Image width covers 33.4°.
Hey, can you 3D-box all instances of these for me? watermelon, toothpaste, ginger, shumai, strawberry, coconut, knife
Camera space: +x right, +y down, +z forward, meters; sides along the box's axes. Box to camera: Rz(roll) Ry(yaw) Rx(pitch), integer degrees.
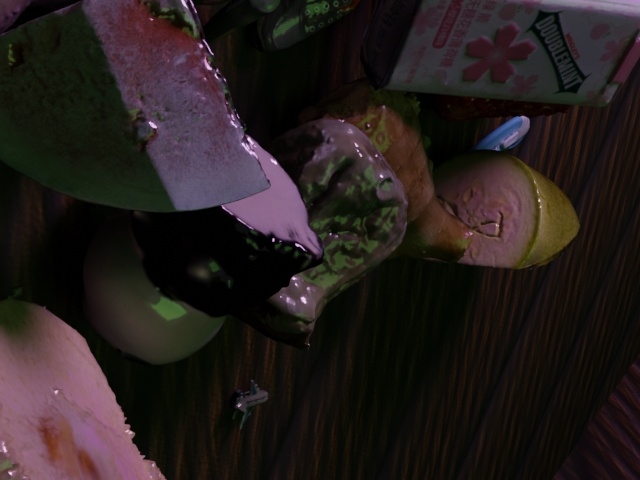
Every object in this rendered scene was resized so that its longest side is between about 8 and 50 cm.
[{"bbox_3d":[-0.203,-0.157,0.943,0.289,0.320,0.214,5,130,-28],"label":"watermelon"},{"bbox_3d":[-0.089,-0.239,1.127,0.031,0.204,0.049,46,68,-18],"label":"toothpaste"},{"bbox_3d":[0.083,-0.055,1.494,0.236,0.166,0.375,-48,123,-25],"label":"ginger"},{"bbox_3d":[0.000,0.000,1.308,0.225,0.222,0.261,21,128,-24],"label":"shumai"},{"bbox_3d":[0.298,-0.306,1.633,0.261,0.257,0.261,2,90,-76],"label":"strawberry"},{"bbox_3d":[-0.345,0.264,0.921,0.404,0.404,0.405,-35,138,-39],"label":"coconut"},{"bbox_3d":[0.309,-0.166,1.890,0.222,0.031,0.064,-34,143,-39],"label":"knife"}]

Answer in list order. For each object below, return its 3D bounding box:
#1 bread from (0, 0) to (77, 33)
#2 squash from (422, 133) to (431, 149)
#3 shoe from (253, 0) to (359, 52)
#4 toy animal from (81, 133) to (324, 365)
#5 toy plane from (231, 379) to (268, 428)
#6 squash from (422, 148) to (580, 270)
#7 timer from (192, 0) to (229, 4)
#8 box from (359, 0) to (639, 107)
[{"bbox_3d":[-0.276,-0.271,0.896,0.337,0.102,0.183,-37,142,-40],"label":"bread"},{"bbox_3d":[0.138,-0.130,1.669,0.083,0.027,0.027,-49,145,-22],"label":"squash"},{"bbox_3d":[-0.002,-0.291,1.300,0.194,0.077,0.074,-46,145,-27],"label":"shoe"},{"bbox_3d":[-0.154,0.005,1.170,0.266,0.213,0.212,-36,159,26],"label":"toy animal"},{"bbox_3d":[-0.105,0.234,1.564,0.083,0.033,0.080,-20,127,-58],"label":"toy plane"},{"bbox_3d":[0.313,-0.025,1.818,0.309,0.233,0.210,28,69,-59],"label":"squash"},{"bbox_3d":[-0.143,-0.265,1.045,0.140,0.128,0.047,172,-80,-84],"label":"timer"},{"bbox_3d":[0.243,-0.277,1.387,0.369,0.112,0.190,3,132,-23],"label":"box"}]
